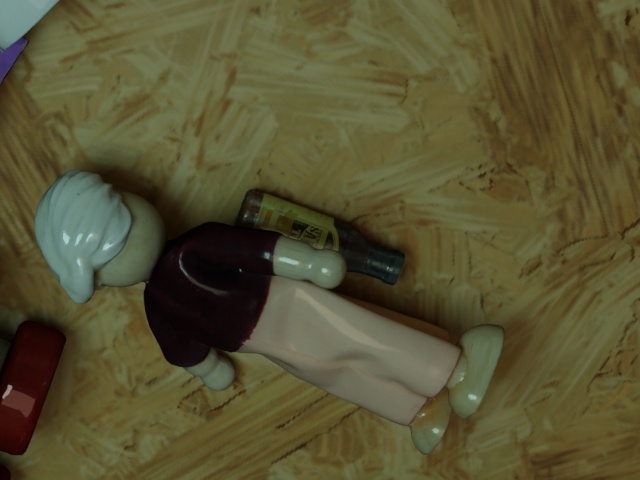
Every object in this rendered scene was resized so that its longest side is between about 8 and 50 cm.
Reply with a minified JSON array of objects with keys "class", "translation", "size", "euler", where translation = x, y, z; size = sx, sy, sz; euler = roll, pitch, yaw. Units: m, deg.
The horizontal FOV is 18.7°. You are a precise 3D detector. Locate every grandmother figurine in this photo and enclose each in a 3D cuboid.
[{"class":"grandmother figurine","translation":[-0.051,0.047,1.419],"size":[0.342,0.104,0.208],"euler":[26,131,-13]}]

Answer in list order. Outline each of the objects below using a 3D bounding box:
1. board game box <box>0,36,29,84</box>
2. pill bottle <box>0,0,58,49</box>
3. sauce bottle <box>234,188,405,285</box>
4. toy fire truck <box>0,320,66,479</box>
[{"class":"board game box","translation":[-0.404,-0.147,1.342],"size":[0.347,0.056,0.208],"euler":[33,86,-11]},{"class":"pill bottle","translation":[-0.263,-0.243,1.303],"size":[0.131,0.131,0.229],"euler":[-42,105,14]},{"class":"sauce bottle","translation":[0.000,0.000,1.442],"size":[0.128,0.042,0.042],"euler":[18,109,-6]},{"class":"toy fire truck","translation":[-0.305,0.166,1.390],"size":[0.169,0.254,0.302],"euler":[20,109,-8]}]
